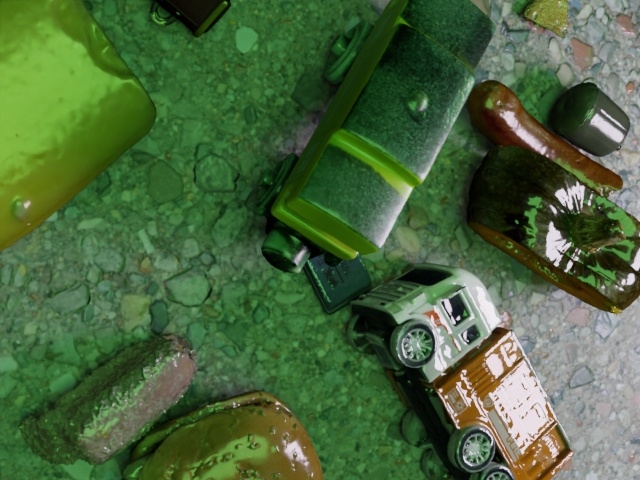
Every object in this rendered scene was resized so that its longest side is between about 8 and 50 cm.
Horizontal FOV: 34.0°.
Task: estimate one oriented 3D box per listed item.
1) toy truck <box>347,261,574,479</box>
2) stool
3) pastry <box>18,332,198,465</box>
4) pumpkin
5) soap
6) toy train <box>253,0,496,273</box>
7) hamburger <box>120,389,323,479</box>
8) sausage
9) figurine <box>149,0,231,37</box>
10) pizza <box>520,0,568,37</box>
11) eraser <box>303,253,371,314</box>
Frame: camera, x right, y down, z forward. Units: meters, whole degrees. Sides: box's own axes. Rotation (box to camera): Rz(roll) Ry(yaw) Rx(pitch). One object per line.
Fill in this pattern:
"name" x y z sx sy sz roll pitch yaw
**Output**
"toy truck" 0.216 0.214 1.579 0.207 0.173 0.388 -35 107 -19
"stool" 0.427 -0.188 1.650 0.110 0.096 0.096 32 85 -23
"pastry" -0.282 0.227 1.449 0.265 0.112 0.103 -34 117 -11
"pumpkin" 0.368 -0.013 1.577 0.317 0.222 0.139 35 85 -16
"soap" -0.452 -0.144 1.361 0.427 0.115 0.306 -35 108 -11
"toy train" 0.071 -0.154 1.421 0.179 0.272 0.442 33 72 -14
"hamburger" -0.135 0.357 1.478 0.283 0.144 0.260 -25 115 -8
"sausage" 0.338 -0.144 1.617 0.302 0.103 0.076 33 74 -19
"figurine" -0.209 -0.347 1.449 0.154 0.082 0.098 38 103 -17
"pizza" 0.359 -0.350 1.647 0.083 0.025 0.078 -28 98 -7
"eraser" 0.000 0.000 1.557 0.082 0.036 0.225 -29 102 -15
